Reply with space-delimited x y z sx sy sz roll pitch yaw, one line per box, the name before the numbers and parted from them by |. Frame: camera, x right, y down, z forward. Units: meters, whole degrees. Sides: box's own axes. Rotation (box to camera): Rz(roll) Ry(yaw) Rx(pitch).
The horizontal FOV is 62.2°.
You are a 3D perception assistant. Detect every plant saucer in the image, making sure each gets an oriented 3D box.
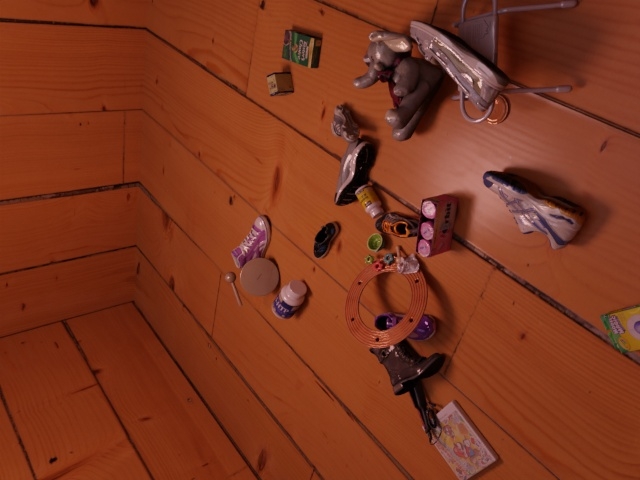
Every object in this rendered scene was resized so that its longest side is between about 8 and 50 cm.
plant saucer | 0.490 -0.370 1.495 0.084 0.013 0.083 20 117 45

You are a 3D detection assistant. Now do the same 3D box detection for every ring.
ring | 0.228 0.213 1.852 0.337 0.032 0.336 -21 54 33

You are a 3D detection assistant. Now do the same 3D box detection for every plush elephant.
plush elephant | 0.222 -0.498 1.575 0.255 0.272 0.329 35 104 10

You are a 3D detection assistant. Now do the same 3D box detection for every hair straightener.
hair straightener | 0.373 0.607 1.887 0.089 0.047 0.230 -40 58 53

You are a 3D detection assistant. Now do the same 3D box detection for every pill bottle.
pill bottle | -0.135 0.259 2.360 0.112 0.112 0.186 55 137 23
pill bottle | 0.179 -0.138 1.898 0.116 0.065 0.065 60 139 17

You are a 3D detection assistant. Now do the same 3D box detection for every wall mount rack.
wall mount rack | 0.483 -0.485 1.379 0.304 0.131 0.349 11 106 52

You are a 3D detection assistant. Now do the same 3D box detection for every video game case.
video game case | 0.477 0.696 1.837 0.227 0.026 0.206 53 136 25

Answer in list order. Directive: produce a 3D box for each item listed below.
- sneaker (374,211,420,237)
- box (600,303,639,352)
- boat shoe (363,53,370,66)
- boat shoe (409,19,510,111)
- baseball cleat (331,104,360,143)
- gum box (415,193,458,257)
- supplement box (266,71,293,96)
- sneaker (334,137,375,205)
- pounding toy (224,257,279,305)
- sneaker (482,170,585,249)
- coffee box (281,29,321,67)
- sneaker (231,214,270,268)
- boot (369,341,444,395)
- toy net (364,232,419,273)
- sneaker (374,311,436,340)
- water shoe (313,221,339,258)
sneaker | 0.259 -0.050 1.817 0.215 0.083 0.084 5 107 51
box | 0.787 0.211 1.303 0.179 0.043 0.105 -34 75 51
boat shoe | 0.206 -0.596 1.743 0.142 0.049 0.040 12 146 40
boat shoe | 0.337 -0.461 1.364 0.320 0.118 0.103 47 124 23
baseball cleat | 0.089 -0.395 1.902 0.109 0.072 0.205 109 159 -46
gum box | 0.365 -0.042 1.673 0.062 0.107 0.188 25 120 43
supplement box | -0.162 -0.628 2.133 0.056 0.083 0.083 -1 102 51
sneaker | 0.113 -0.247 1.930 0.108 0.100 0.271 49 129 42
pounding toy | -0.317 0.177 2.496 0.182 0.237 0.110 66 169 -11
sneaker | 0.551 -0.084 1.437 0.296 0.112 0.130 41 130 36
coffee box | -0.074 -0.734 2.029 0.184 0.041 0.113 35 126 38
sneaker | -0.330 0.018 2.479 0.102 0.161 0.282 40 128 37
boot | 0.298 0.404 1.906 0.263 0.091 0.228 -44 52 28
toy net | 0.243 0.066 1.864 0.232 0.045 0.122 32 93 46
sneaker | 0.285 0.295 1.852 0.237 0.105 0.095 -2 76 41
water shoe | 0.000 0.000 2.141 0.073 0.080 0.203 52 136 26
